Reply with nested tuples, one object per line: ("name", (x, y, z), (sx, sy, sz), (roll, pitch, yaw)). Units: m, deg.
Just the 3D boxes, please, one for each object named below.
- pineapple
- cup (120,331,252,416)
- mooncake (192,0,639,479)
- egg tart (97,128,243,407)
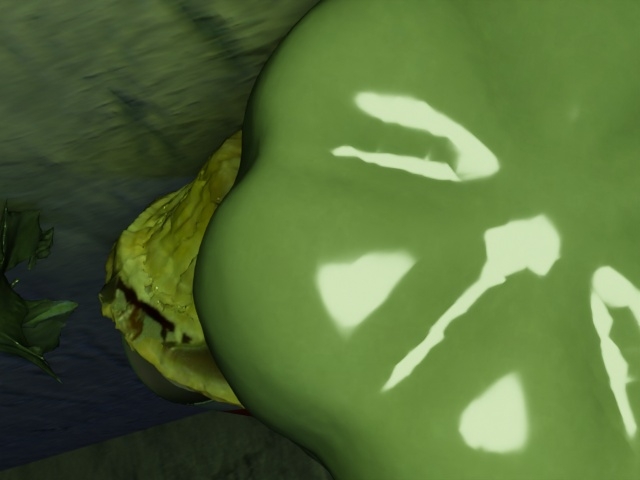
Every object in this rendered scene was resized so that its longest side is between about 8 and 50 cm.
("pineapple", (-0.282, 0.068, 0.715), (0.277, 0.119, 0.130), (-18, 151, 0))
("cup", (-0.009, 0.063, 0.943), (0.203, 0.203, 0.288), (-22, 161, 29))
("mooncake", (0.083, 0.001, 0.509), (0.275, 0.275, 0.135), (-15, 166, -4))
("egg tart", (0.000, 0.000, 0.666), (0.241, 0.241, 0.106), (-11, 126, -22))
